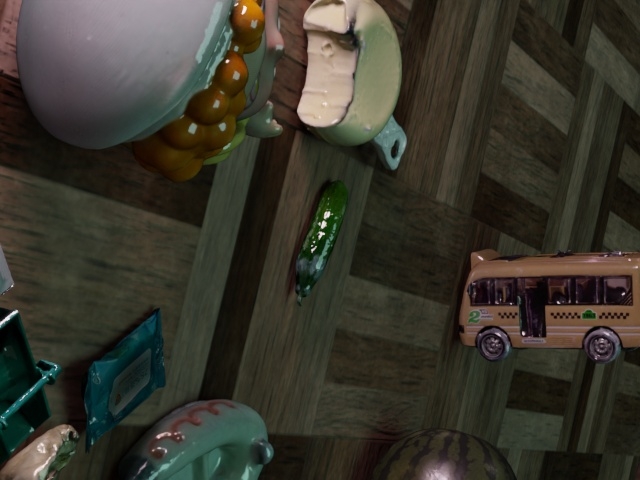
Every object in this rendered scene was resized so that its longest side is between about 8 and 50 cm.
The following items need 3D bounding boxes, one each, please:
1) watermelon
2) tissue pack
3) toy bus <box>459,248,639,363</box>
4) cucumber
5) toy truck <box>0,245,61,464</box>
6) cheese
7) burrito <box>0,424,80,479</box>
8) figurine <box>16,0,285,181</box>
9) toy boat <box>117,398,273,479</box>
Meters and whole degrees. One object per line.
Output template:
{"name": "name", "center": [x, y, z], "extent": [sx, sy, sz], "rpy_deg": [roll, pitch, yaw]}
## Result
{"name": "watermelon", "center": [0.161, 0.354, 1.698], "extent": [0.212, 0.212, 0.212], "rpy_deg": [-30, 126, -54]}
{"name": "tissue pack", "center": [-0.183, 0.126, 1.189], "extent": [0.138, 0.028, 0.085], "rpy_deg": [-38, 135, -56]}
{"name": "toy bus", "center": [0.347, 0.089, 1.863], "extent": [0.139, 0.289, 0.157], "rpy_deg": [-8, 95, -58]}
{"name": "cucumber", "center": [0.000, 0.000, 1.457], "extent": [0.037, 0.037, 0.155], "rpy_deg": [44, 61, -57]}
{"name": "toy truck", "center": [-0.260, 0.074, 0.933], "extent": [0.110, 0.116, 0.216], "rpy_deg": [-47, 138, -43]}
{"name": "cheese", "center": [0.053, -0.178, 1.451], "extent": [0.249, 0.070, 0.163], "rpy_deg": [16, 87, -61]}
{"name": "burrito", "center": [-0.263, 0.241, 1.046], "extent": [0.229, 0.063, 0.058], "rpy_deg": [-57, 135, -38]}
{"name": "figurine", "center": [-0.121, -0.151, 1.069], "extent": [0.382, 0.205, 0.225], "rpy_deg": [46, 55, -79]}
{"name": "toy boat", "center": [-0.118, 0.235, 1.292], "extent": [0.207, 0.078, 0.134], "rpy_deg": [-27, 120, -53]}
